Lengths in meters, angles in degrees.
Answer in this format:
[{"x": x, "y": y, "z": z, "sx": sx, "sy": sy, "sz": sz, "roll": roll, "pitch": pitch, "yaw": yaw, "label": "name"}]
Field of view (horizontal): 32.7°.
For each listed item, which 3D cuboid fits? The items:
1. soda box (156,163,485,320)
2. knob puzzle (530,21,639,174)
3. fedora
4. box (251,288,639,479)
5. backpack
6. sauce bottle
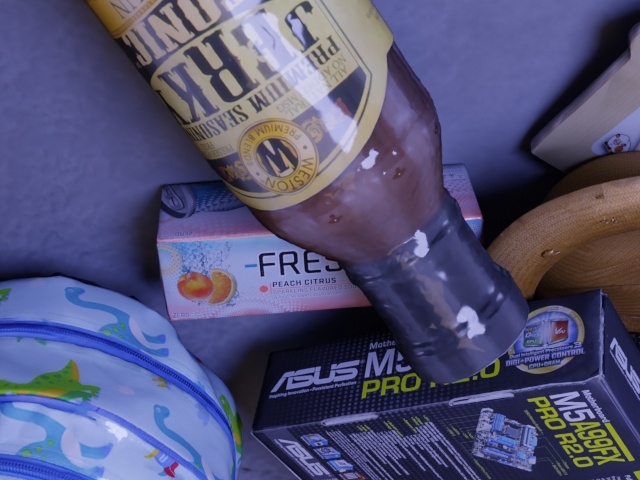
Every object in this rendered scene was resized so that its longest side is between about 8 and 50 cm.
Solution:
[{"x": 0.000, "y": 0.000, "z": 0.631, "sx": 0.183, "sy": 0.063, "sz": 0.058, "roll": -4, "pitch": 124, "yaw": -2, "label": "soda box"}, {"x": 0.242, "y": -0.077, "z": 0.600, "sx": 0.213, "sy": 0.030, "sz": 0.213, "roll": 2, "pitch": 139, "yaw": 2, "label": "knob puzzle"}, {"x": 0.184, "y": 0.005, "z": 0.614, "sx": 0.194, "sy": 0.079, "sz": 0.194, "roll": 3, "pitch": 139, "yaw": 2, "label": "fedora"}, {"x": 0.119, "y": 0.149, "z": 0.683, "sx": 0.216, "sy": 0.060, "sz": 0.270, "roll": -15, "pitch": 134, "yaw": 29, "label": "box"}, {"x": -0.203, "y": 0.184, "z": 0.655, "sx": 0.355, "sy": 0.273, "sz": 0.290, "roll": -40, "pitch": 111, "yaw": 8, "label": "backpack"}, {"x": -0.016, "y": -0.079, "z": 0.515, "sx": 0.111, "sy": 0.111, "sz": 0.344, "roll": -33, "pitch": 108, "yaw": 17, "label": "sauce bottle"}]
